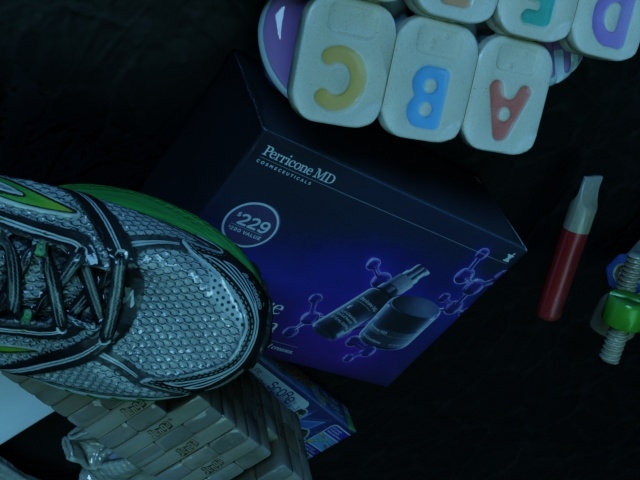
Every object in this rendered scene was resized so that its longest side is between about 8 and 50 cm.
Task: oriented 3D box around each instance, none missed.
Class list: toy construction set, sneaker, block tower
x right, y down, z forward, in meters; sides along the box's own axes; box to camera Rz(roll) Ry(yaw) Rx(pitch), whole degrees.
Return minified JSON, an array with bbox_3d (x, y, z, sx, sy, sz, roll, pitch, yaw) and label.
[{"bbox_3d":[0.366,-0.017,0.703,0.308,0.257,0.237,4,114,-11],"label":"toy construction set"},{"bbox_3d":[0.061,-0.134,0.527,0.236,0.104,0.095,-11,96,-20],"label":"sneaker"},{"bbox_3d":[-0.194,0.021,0.450,0.343,0.146,0.134,14,92,-8],"label":"sneaker"},{"bbox_3d":[-0.135,0.116,0.656,0.091,0.097,0.335,-33,126,10],"label":"block tower"}]

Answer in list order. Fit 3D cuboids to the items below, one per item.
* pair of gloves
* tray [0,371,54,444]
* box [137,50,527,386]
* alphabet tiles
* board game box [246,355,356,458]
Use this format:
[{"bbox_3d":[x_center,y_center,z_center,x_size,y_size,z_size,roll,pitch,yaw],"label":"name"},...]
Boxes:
[{"bbox_3d":[-0.226,0.245,0.792,0.240,0.042,0.204,-17,140,7],"label":"pair of gloves"},{"bbox_3d":[-0.308,0.075,0.628,0.145,0.030,0.270,-31,136,11],"label":"tray"},{"bbox_3d":[0.000,0.000,0.628,0.261,0.103,0.184,20,120,-35],"label":"box"},{"bbox_3d":[0.083,-0.191,0.442,0.284,0.021,0.278,6,104,-26],"label":"alphabet tiles"},{"bbox_3d":[-0.068,0.178,0.819,0.136,0.035,0.201,-31,136,10],"label":"board game box"}]
